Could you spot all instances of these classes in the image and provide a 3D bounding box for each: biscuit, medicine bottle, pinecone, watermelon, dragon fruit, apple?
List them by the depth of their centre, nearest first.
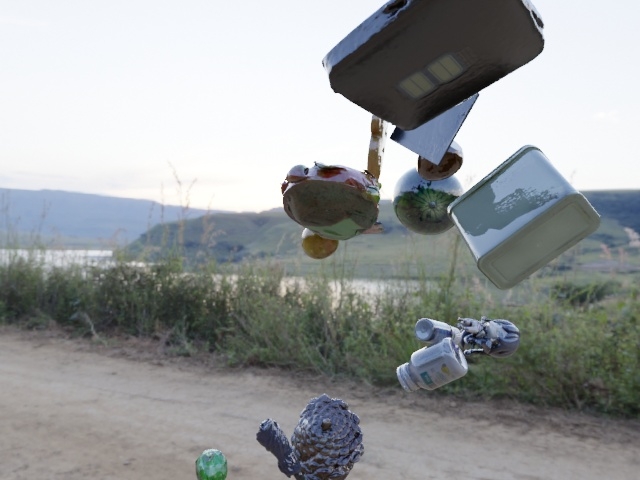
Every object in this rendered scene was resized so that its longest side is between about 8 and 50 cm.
[{"bbox_3d":[0.035,-0.094,1.270,0.295,0.130,0.268,18,-36,-25],"label":"dragon fruit"},{"bbox_3d":[0.000,0.000,1.475,0.114,0.102,0.099,-14,32,-10],"label":"apple"},{"bbox_3d":[0.371,0.428,1.679,0.215,0.135,0.135,-32,-14,21],"label":"medicine bottle"},{"bbox_3d":[0.425,0.332,1.782,0.083,0.083,0.203,1,-13,46],"label":"medicine bottle"},{"bbox_3d":[0.024,0.750,1.840,0.242,0.296,0.298,11,38,-26],"label":"pinecone"},{"bbox_3d":[0.227,-0.390,1.913,0.052,0.355,0.275,7,-6,13],"label":"biscuit"},{"bbox_3d":[0.498,-0.190,2.312,0.363,0.363,0.363,2,0,0],"label":"watermelon"}]

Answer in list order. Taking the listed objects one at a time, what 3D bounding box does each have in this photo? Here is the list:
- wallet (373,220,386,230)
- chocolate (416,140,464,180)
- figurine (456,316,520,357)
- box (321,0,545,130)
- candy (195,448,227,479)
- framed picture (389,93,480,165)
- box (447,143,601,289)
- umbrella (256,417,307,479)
[{"bbox_3d":[0.164,-0.043,1.689,0.103,0.020,0.196,0,-8,12],"label":"wallet"},{"bbox_3d":[0.415,-0.278,1.746,0.177,0.176,0.177,2,0,0],"label":"chocolate"},{"bbox_3d":[0.706,0.408,2.116,0.265,0.175,0.197,9,-29,15],"label":"figurine"},{"bbox_3d":[0.221,-0.358,0.948,0.350,0.091,0.359,-28,-21,33],"label":"box"},{"bbox_3d":[-0.295,0.770,1.443,0.097,0.323,0.097,-10,-2,0],"label":"candy"},{"bbox_3d":[0.363,-0.403,1.648,0.013,0.244,0.324,20,16,-30],"label":"framed picture"},{"bbox_3d":[0.597,-0.074,1.507,0.177,0.352,0.344,41,22,-21],"label":"box"},{"bbox_3d":[-0.093,0.596,1.363,0.071,0.248,0.071,-32,9,6],"label":"umbrella"}]
